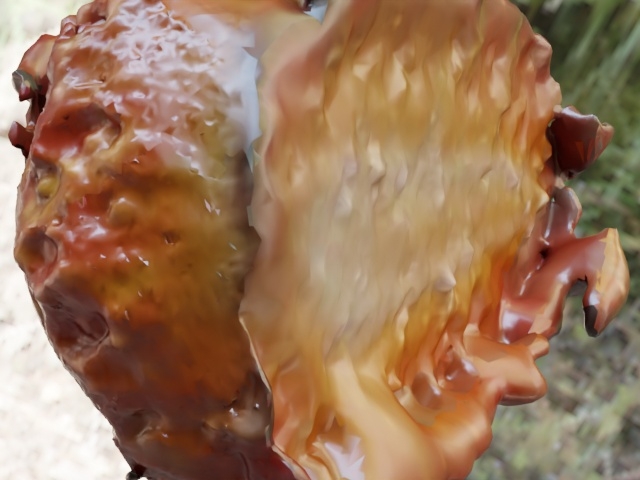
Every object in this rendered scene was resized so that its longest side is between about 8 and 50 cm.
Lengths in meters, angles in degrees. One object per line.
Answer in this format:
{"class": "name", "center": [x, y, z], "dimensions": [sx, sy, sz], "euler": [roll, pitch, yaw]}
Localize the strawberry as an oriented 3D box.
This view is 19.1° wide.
{"class": "strawberry", "center": [0.000, 0.000, 0.398], "dimensions": [0.082, 0.121, 0.188], "euler": [-4, 1, 26]}
